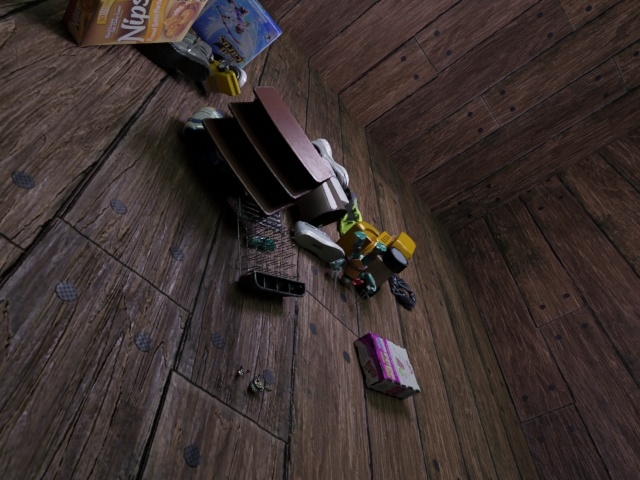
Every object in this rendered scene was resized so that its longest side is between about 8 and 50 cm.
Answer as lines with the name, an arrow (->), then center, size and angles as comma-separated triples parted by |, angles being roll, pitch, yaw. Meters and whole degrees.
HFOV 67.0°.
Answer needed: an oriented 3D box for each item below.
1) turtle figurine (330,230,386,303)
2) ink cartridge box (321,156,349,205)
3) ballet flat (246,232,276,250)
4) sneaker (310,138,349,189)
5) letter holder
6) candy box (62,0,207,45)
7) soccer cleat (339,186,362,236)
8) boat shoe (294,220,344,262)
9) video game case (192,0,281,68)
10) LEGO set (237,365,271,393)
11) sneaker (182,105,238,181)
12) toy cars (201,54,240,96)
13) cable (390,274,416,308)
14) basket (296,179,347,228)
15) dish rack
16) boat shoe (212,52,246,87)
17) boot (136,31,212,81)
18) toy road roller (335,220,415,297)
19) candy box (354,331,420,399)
turtle figurine -> 0.117, 0.091, 1.628 | 0.175, 0.234, 0.118 | 21, 26, -13
ink cartridge box -> 0.004, -0.228, 1.914 | 0.159, 0.092, 0.217 | 13, 47, -60
ballet flat -> -0.165, 0.000, 1.332 | 0.114, 0.041, 0.041 | 19, 44, -58
sneaker -> 0.024, -0.320, 2.096 | 0.108, 0.100, 0.271 | -16, 70, -53
letter holder -> -0.139, -0.238, 1.276 | 0.301, 0.152, 0.214 | 56, 26, -2
candy box -> -0.451, -0.584, 1.207 | 0.316, 0.183, 0.087 | -33, 89, -49
soccer cleat -> 0.124, -0.091, 1.986 | 0.121, 0.094, 0.289 | 67, 13, -51
boat shoe -> -0.001, 0.000, 1.613 | 0.228, 0.079, 0.081 | 32, 38, -41
video game case -> -0.324, -0.801, 1.797 | 0.269, 0.244, 0.061 | 47, 26, -24
LEGO set -> -0.141, 0.297, 1.010 | 0.083, 0.023, 0.054 | 44, 20, 2
sneaker -> -0.270, -0.228, 1.365 | 0.296, 0.112, 0.131 | 48, 41, -17
toy cars -> -0.289, -0.445, 1.588 | 0.393, 0.087, 0.176 | 54, -18, -6
cable -> 0.359, 0.222, 2.123 | 0.185, 0.047, 0.150 | 36, 25, -37
basket -> -0.025, -0.173, 1.668 | 0.226, 0.154, 0.204 | 67, 17, 10
dish rack -> -0.134, 0.012, 1.261 | 0.208, 0.074, 0.271 | 22, 57, -55
boat shoe -> -0.332, -0.593, 1.668 | 0.076, 0.080, 0.228 | 28, 18, -47
boot -> -0.439, -0.588, 1.453 | 0.247, 0.083, 0.161 | 24, 41, -38
toy road roller -> 0.202, 0.039, 1.836 | 0.240, 0.202, 0.329 | 48, 23, 4
candy box -> 0.212, 0.400, 1.531 | 0.233, 0.071, 0.159 | 33, 32, -44
